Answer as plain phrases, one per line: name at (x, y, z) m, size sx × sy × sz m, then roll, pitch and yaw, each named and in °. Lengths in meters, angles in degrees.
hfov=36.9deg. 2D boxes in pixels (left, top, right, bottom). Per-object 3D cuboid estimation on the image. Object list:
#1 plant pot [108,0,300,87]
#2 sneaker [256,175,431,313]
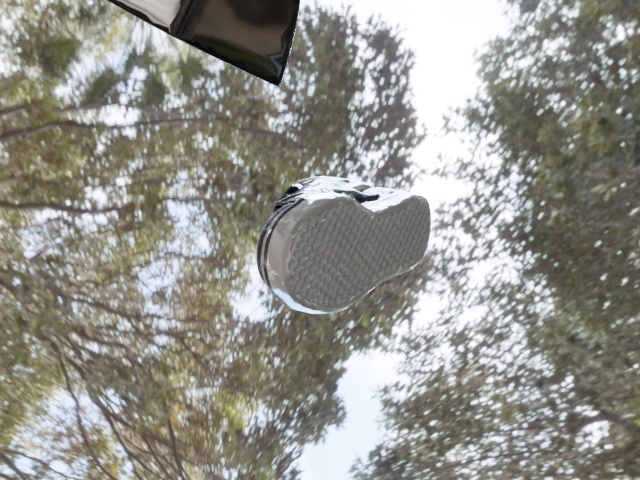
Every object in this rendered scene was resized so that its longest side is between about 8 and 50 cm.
plant pot at (-0.131, -0.328, 1.233) m, size 0.188 × 0.187 × 0.167 m, roll 36°, pitch -77°, yaw 41°
sneaker at (0.000, 0.000, 1.020) m, size 0.128 × 0.321 × 0.126 m, roll 11°, pitch -80°, yaw 27°
